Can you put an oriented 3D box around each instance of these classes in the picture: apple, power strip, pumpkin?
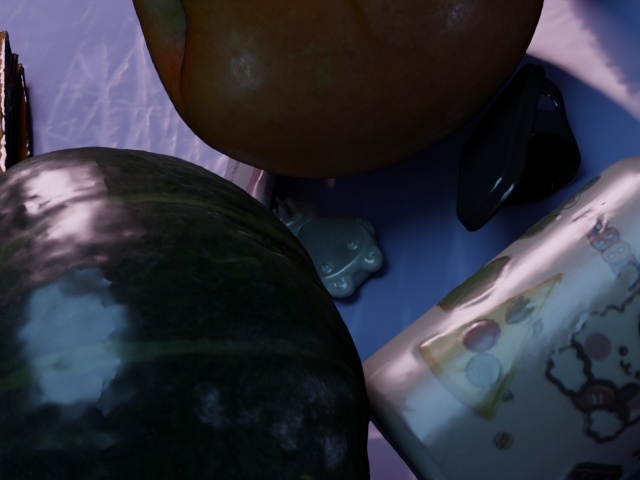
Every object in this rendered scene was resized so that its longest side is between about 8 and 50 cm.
[{"bbox_3d":[-0.004,-0.160,1.033,0.253,0.253,0.253,-20,41,19],"label":"apple"},{"bbox_3d":[0.000,0.000,1.047,0.055,0.035,0.083,-42,41,-7],"label":"power strip"},{"bbox_3d":[-0.093,0.103,0.838,0.207,0.300,0.300,-1,28,-28],"label":"pumpkin"}]

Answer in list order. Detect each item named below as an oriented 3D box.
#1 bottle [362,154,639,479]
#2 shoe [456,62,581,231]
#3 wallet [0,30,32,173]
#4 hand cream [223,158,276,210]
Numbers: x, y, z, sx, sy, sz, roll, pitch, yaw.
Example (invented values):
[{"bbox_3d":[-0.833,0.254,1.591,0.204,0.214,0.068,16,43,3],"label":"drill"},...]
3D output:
[{"bbox_3d":[0.143,0.030,0.843,0.253,0.120,0.120,-39,39,-2],"label":"bottle"},{"bbox_3d":[0.109,-0.040,0.992,0.062,0.053,0.159,-52,6,28],"label":"shoe"},{"bbox_3d":[-0.268,-0.043,1.286,0.161,0.042,0.195,-29,41,15],"label":"wallet"},{"bbox_3d":[-0.038,-0.047,1.119,0.052,0.038,0.216,121,165,-53],"label":"hand cream"}]
